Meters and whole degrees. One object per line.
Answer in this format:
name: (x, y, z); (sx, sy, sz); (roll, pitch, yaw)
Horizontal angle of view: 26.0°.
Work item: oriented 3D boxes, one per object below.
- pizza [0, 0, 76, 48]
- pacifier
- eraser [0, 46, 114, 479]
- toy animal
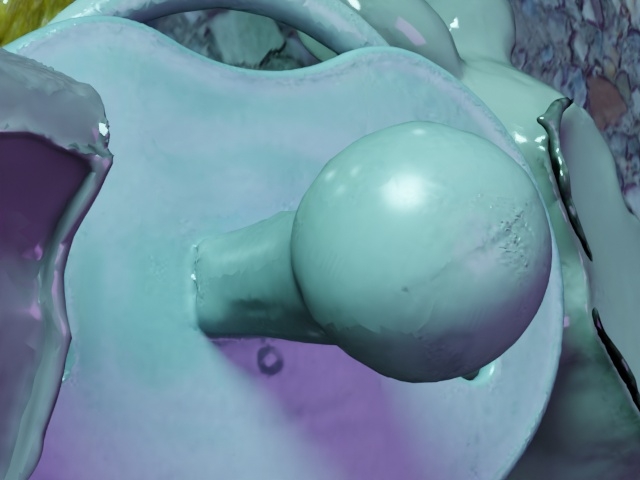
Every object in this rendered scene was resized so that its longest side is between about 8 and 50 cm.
pizza: (-0.133, -0.153, 0.555); (0.181, 0.034, 0.262); (28, 68, -43)
pacifier: (0.000, 0.000, 0.500); (0.287, 0.226, 0.238); (6, 83, -30)
eraser: (-0.243, 0.047, 0.290); (0.359, 0.122, 0.272); (11, 100, -47)
toy animal: (0.094, -0.005, 0.709); (0.208, 0.154, 0.325); (-19, 95, -54)
